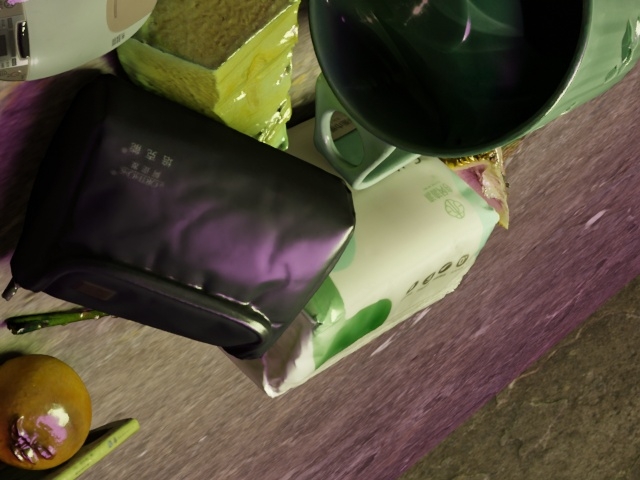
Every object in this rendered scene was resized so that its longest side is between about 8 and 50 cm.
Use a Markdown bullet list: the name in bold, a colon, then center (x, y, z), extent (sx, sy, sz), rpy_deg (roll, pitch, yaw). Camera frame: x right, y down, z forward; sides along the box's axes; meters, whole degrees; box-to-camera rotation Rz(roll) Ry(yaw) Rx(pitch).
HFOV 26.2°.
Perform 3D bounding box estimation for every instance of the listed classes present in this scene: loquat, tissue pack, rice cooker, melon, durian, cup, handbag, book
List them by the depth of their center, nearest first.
- **rice cooker**: center (-0.212, -0.214, 1.090), extent (0.206, 0.127, 0.145), rpy_deg (-39, 159, -29)
- **melon**: center (-0.096, -0.179, 1.385), extent (0.196, 0.124, 0.323), rpy_deg (-35, 165, -11)
- **handbag**: center (-0.149, 0.014, 1.387), extent (0.301, 0.178, 0.275), rpy_deg (22, 113, -22)
- **cup**: center (0.166, -0.254, 1.571), extent (0.400, 0.310, 0.392), rpy_deg (-16, -179, 30)
- **loquat**: center (-0.335, 0.198, 1.605), extent (0.141, 0.141, 0.141), rpy_deg (-39, 158, -19)
- **book**: center (-0.394, 0.321, 1.640), extent (0.239, 0.035, 0.352), rpy_deg (-23, -172, 39)
- **tissue pack**: center (0.001, -0.001, 1.691), extent (0.356, 0.266, 0.194), rpy_deg (-29, 153, -41)
- **durian**: center (0.249, -0.112, 2.161), extent (0.182, 0.132, 0.165), rpy_deg (12, 109, -53)

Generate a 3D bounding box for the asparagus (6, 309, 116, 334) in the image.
- **asparagus**: center (-0.291, 0.092, 1.645), extent (0.023, 0.022, 0.233), rpy_deg (-16, 174, 28)
